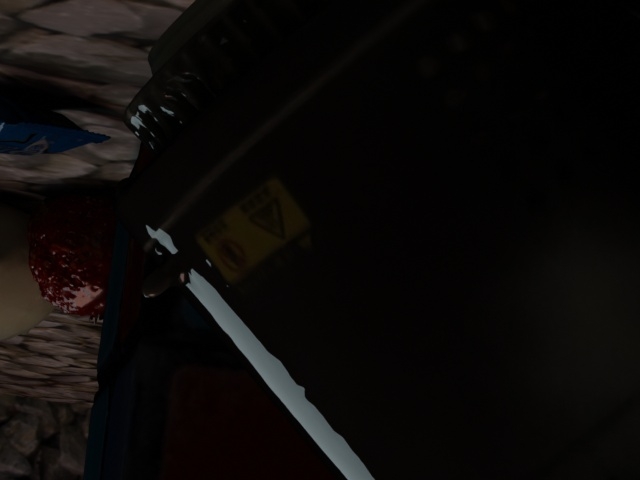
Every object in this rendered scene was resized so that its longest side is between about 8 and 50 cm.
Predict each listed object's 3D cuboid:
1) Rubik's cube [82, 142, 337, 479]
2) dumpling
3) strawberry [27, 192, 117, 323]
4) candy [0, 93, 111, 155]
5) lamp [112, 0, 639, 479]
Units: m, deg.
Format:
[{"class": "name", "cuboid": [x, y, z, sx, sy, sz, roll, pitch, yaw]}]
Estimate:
[{"class": "Rubik's cube", "cuboid": [0.024, 0.097, 1.144, 0.313, 0.318, 0.316, 9, 167, -10]}, {"class": "dumpling", "cuboid": [-0.280, 0.013, 1.463, 0.155, 0.111, 0.181, 36, 167, 16]}, {"class": "strawberry", "cuboid": [-0.178, 0.009, 1.389, 0.106, 0.106, 0.106, 6, 168, 1]}, {"class": "candy", "cuboid": [-0.210, -0.075, 1.154, 0.136, 0.038, 0.088, 8, -176, 31]}, {"class": "lamp", "cuboid": [0.043, 0.001, 0.756, 0.272, 0.374, 0.205, 34, 144, -11]}]
